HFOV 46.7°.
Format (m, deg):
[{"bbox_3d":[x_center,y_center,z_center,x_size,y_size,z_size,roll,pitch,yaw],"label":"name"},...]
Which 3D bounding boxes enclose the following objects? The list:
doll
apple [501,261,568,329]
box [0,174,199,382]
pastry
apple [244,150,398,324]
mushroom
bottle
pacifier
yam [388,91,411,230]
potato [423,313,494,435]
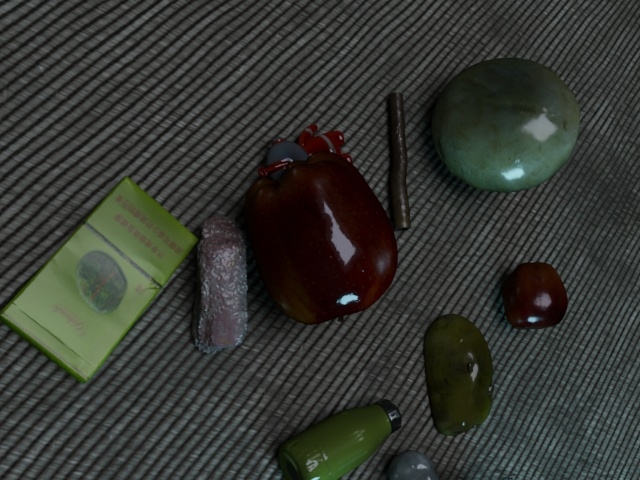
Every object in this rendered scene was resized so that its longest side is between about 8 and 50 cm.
[{"bbox_3d":[-0.035,-0.167,1.566,0.245,0.076,0.143,-22,90,-36],"label":"doll"},{"bbox_3d":[0.516,0.132,1.785,0.155,0.147,0.158,0,77,-9],"label":"apple"},{"bbox_3d":[-0.385,0.064,1.322,0.187,0.047,0.335,43,60,-16],"label":"box"},{"bbox_3d":[-0.184,0.080,1.387,0.102,0.112,0.265,1,84,-21],"label":"pastry"},{"bbox_3d":[0.000,0.000,1.423,0.288,0.288,0.317,-30,99,-32],"label":"apple"},{"bbox_3d":[0.431,-0.271,1.751,0.352,0.352,0.260,-62,154,-25],"label":"mushroom"},{"bbox_3d":[0.047,0.396,1.464,0.260,0.112,0.112,-21,90,-32],"label":"bottle"},{"bbox_3d":[0.238,0.550,1.502,0.288,0.269,0.343,-51,150,8],"label":"pacifier"},{"bbox_3d":[0.180,-0.184,1.714,0.045,0.045,0.327,-2,77,1],"label":"yam"},{"bbox_3d":[0.328,0.296,1.656,0.160,0.111,0.272,1,78,-28],"label":"potato"}]
